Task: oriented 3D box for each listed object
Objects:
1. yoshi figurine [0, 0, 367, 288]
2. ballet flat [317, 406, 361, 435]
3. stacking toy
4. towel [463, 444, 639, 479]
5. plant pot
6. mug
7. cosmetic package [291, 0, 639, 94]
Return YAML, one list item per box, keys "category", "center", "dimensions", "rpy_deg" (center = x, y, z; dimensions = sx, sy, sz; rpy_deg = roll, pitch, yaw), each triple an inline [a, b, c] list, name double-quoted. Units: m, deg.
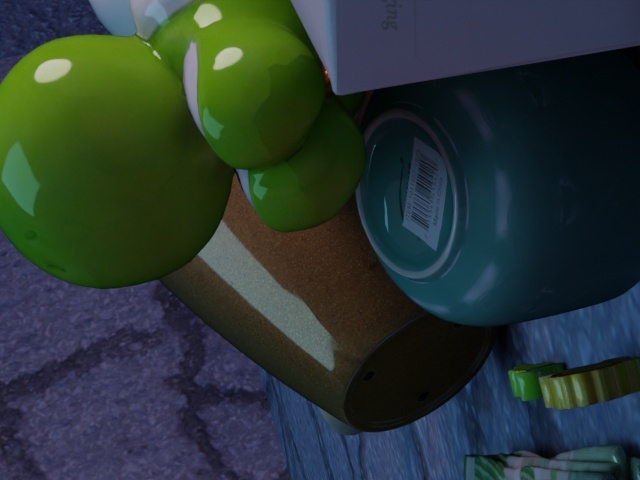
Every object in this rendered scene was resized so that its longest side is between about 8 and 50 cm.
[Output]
- category: "yoshi figurine"
  center: [-0.088, -0.099, 0.797]
  dimensions: [0.203, 0.204, 0.362]
  rpy_deg: [-63, 23, 22]
- category: "ballet flat"
  center: [0.027, 0.068, 1.533]
  dimensions: [0.086, 0.086, 0.248]
  rpy_deg: [-129, 28, -73]
- category: "stacking toy"
  center: [0.106, 0.006, 0.913]
  dimensions: [0.221, 0.052, 0.167]
  rpy_deg: [144, 113, -82]
- category: "towel"
  center: [0.132, 0.244, 0.992]
  dimensions: [0.325, 0.038, 0.247]
  rpy_deg: [139, 132, -80]
- category: "plant pot"
  center: [0.000, 0.000, 1.140]
  dimensions: [0.254, 0.237, 0.237]
  rpy_deg: [54, 161, 34]
- category: "mug"
  center: [0.071, -0.040, 0.745]
  dimensions: [0.129, 0.097, 0.157]
  rpy_deg: [-39, 67, 55]
- category: "cosmetic package"
  center: [0.028, -0.238, 0.681]
  dimensions: [0.365, 0.155, 0.197]
  rpy_deg: [-112, 15, -53]
